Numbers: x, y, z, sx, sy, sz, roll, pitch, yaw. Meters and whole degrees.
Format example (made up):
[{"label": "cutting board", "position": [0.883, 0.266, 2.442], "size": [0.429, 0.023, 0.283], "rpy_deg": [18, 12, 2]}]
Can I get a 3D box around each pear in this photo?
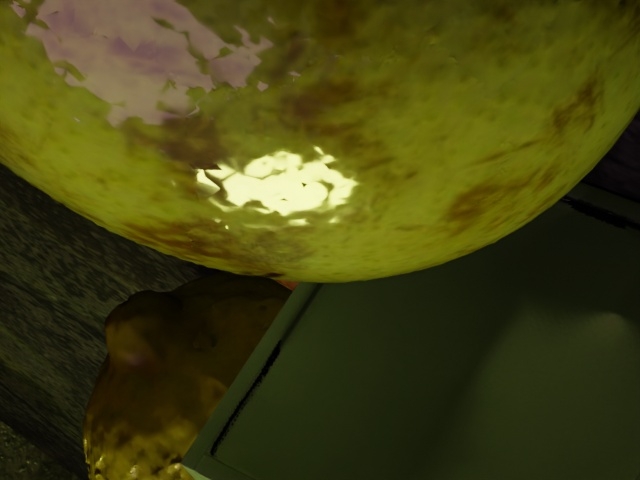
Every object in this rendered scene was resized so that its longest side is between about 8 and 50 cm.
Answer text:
[{"label": "pear", "position": [-0.014, -0.118, 0.590], "size": [0.283, 0.283, 0.283], "rpy_deg": [30, 162, 11]}]

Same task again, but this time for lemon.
[{"label": "lemon", "position": [-0.038, 0.150, 1.356], "size": [0.245, 0.245, 0.320], "rpy_deg": [9, 145, 52]}]

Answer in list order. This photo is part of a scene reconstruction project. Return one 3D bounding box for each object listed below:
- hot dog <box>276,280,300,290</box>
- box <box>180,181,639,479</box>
[{"label": "hot dog", "position": [0.001, 0.001, 1.205], "size": [0.140, 0.060, 0.090], "rpy_deg": [17, 152, 26]}, {"label": "box", "position": [0.092, 0.089, 0.991], "size": [0.225, 0.225, 0.117], "rpy_deg": [23, 160, 31]}]
